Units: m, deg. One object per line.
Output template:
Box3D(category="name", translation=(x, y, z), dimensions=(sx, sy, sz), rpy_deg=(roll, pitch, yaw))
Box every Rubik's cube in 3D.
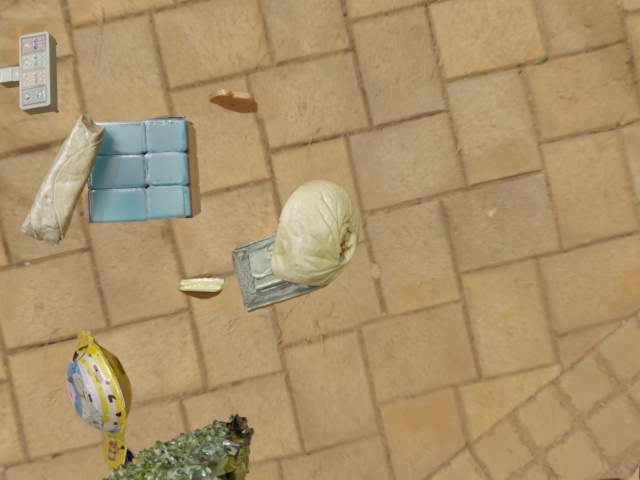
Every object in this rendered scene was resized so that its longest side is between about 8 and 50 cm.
Box3D(category="Rubik's cube", translation=(-0.406, -0.161, 1.369), dimensions=(0.230, 0.221, 0.225), rpy_deg=(-3, 96, -6))

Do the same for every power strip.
Box3D(category="power strip", translation=(-0.099, 0.051, 1.368), dimensions=(0.213, 0.065, 0.198), rpy_deg=(-20, 49, -5))
Box3D(category="power strip", translation=(-0.771, -0.437, 1.555), dimensions=(0.145, 0.061, 0.216), rpy_deg=(-6, 78, 4))

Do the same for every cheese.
Box3D(category="cheese", translation=(-0.310, 0.251, 0.853), dimensions=(0.064, 0.156, 0.250), rpy_deg=(-21, 98, -41))

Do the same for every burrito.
Box3D(category="burrito", translation=(-0.513, -0.122, 1.191), dimensions=(0.082, 0.059, 0.276), rpy_deg=(26, 88, -30))

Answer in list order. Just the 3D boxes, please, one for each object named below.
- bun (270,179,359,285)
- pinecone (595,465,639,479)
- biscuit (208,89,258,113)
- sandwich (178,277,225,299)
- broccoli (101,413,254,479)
Box3D(category="bun", translation=(0.000, 0.000, 1.224), dimensions=(0.153, 0.244, 0.244), rpy_deg=(23, 89, 16))
Box3D(category="pinecone", translation=(0.191, 0.258, 0.189), dimensions=(0.397, 0.398, 0.399), rpy_deg=(0, 89, -2))
Box3D(category="biscuit", translation=(-0.224, -0.379, 1.589), dimensions=(0.118, 0.140, 0.023), rpy_deg=(-3, 79, 37))
Box3D(category="sandwich", translation=(-0.211, 0.088, 1.067), dimensions=(0.083, 0.044, 0.031), rpy_deg=(1, 61, 8))
Box3D(category="broccoli", translation=(-0.056, 0.307, 0.457), dimensions=(0.221, 0.251, 0.362), rpy_deg=(-48, 125, -34))
